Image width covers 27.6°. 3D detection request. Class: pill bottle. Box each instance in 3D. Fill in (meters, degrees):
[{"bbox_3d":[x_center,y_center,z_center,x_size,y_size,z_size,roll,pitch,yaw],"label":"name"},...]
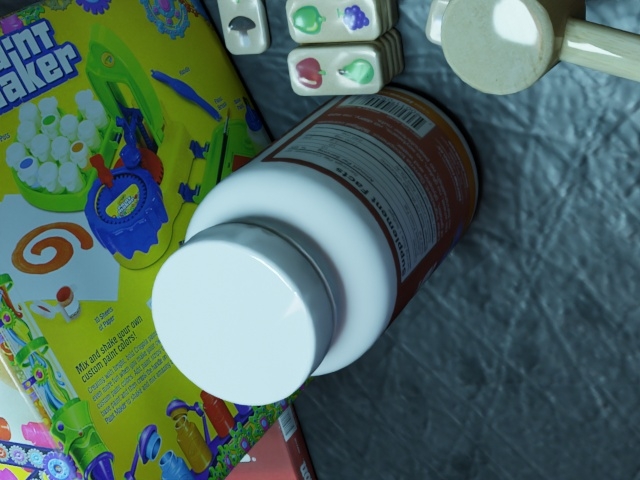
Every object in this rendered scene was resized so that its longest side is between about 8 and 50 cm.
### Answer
[{"bbox_3d":[0.000,0.000,0.725,0.121,0.216,0.121,11,118,22],"label":"pill bottle"}]

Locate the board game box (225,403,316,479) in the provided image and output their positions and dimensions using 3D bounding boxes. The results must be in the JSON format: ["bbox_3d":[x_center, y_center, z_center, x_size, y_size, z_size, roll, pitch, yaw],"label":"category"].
[{"bbox_3d":[-0.131,0.185,0.997,0.281,0.027,0.145,-7,109,29],"label":"board game box"}]

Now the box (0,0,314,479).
[{"bbox_3d":[-0.157,0.014,0.767,0.177,0.290,0.279,-19,103,33],"label":"box"}]

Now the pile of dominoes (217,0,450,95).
[{"bbox_3d":[0.008,-0.207,0.729,0.196,0.040,0.251,2,115,26],"label":"pile of dominoes"}]

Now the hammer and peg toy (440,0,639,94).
[{"bbox_3d":[0.212,-0.209,0.574,0.266,0.127,0.361,27,123,10],"label":"hammer and peg toy"}]
